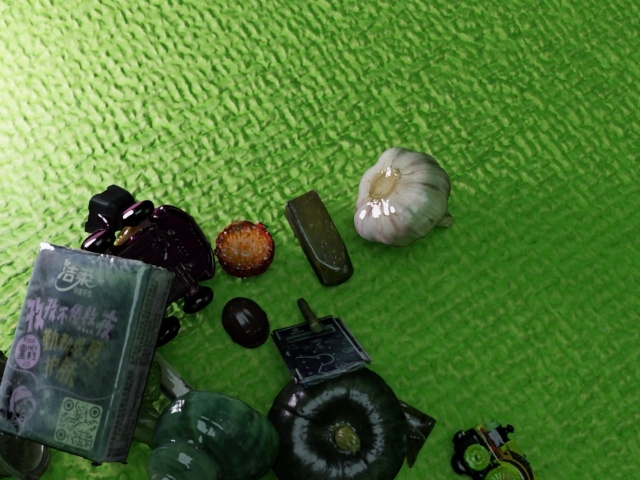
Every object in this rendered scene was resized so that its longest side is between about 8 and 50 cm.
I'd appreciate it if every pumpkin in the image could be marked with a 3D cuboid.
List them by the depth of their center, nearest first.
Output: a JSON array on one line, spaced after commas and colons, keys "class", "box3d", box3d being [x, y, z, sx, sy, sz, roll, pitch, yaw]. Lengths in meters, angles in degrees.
[{"class": "pumpkin", "box3d": [0.031, 0.400, 1.583, 0.300, 0.207, 0.300, 0, 80, -2]}]

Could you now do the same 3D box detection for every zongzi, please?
[{"class": "zongzi", "box3d": [0.179, 0.418, 1.673, 0.109, 0.055, 0.119, 29, 82, 8]}]

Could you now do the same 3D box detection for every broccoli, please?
[{"class": "broccoli", "box3d": [-0.401, 0.372, 1.536, 0.254, 0.186, 0.302, -5, 108, 31]}]

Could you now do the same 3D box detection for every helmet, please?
[{"class": "helmet", "box3d": [-0.168, 0.179, 1.716, 0.098, 0.070, 0.123, -41, 78, -17]}]

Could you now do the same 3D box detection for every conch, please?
[{"class": "conch", "box3d": [-0.211, 0.385, 1.425, 0.277, 0.195, 0.220, -28, 108, -45]}]

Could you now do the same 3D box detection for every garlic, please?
[{"class": "garlic", "box3d": [0.221, -0.082, 1.793, 0.253, 0.245, 0.245, 27, 65, -38]}]

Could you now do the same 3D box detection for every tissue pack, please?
[{"class": "tissue pack", "box3d": [-0.431, 0.198, 1.387, 0.259, 0.122, 0.362, 9, 81, 19]}]

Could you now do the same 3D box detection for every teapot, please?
[{"class": "teapot", "box3d": [-0.459, -0.062, 1.737, 0.096, 0.177, 0.087, 18, 111, 4]}]

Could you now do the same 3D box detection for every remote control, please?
[{"class": "remote control", "box3d": [-0.246, 0.370, 1.605, 0.344, 0.145, 0.050, 42, 68, 11]}]

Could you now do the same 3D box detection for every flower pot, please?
[{"class": "flower pot", "box3d": [-0.710, 0.386, 1.509, 0.259, 0.290, 0.290, -23, 74, -1]}]

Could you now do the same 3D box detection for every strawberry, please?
[{"class": "strawberry", "box3d": [-0.175, 0.024, 1.759, 0.145, 0.086, 0.145, 4, 69, -10]}]

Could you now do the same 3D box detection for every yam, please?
[{"class": "yam", "box3d": [-0.024, 0.166, 1.722, 0.033, 0.129, 0.027, -17, 118, -9]}]

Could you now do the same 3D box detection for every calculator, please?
[{"class": "calculator", "box3d": [-0.004, 0.228, 1.629, 0.165, 0.274, 0.028, -16, 109, -11]}]

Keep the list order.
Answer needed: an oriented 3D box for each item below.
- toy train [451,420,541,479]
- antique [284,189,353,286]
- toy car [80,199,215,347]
[{"class": "toy train", "box3d": [0.402, 0.520, 1.631, 0.160, 0.100, 0.296, -27, 74, -20]}, {"class": "antique", "box3d": [0.000, 0.000, 1.786, 0.081, 0.080, 0.221, -25, 74, -14]}, {"class": "toy car", "box3d": [-0.409, 0.086, 1.655, 0.340, 0.240, 0.271, -43, 108, -40]}]
